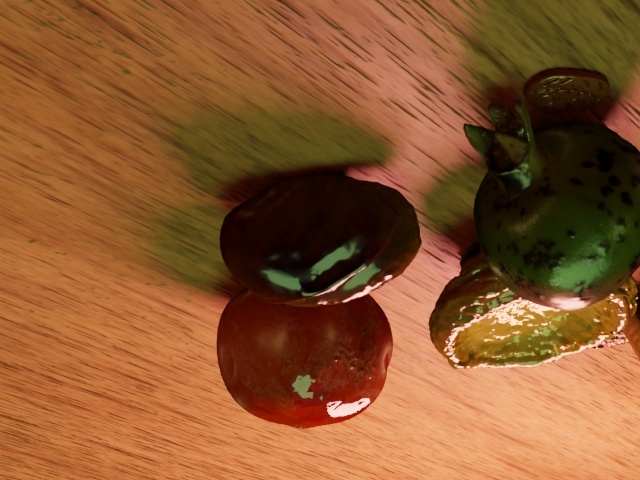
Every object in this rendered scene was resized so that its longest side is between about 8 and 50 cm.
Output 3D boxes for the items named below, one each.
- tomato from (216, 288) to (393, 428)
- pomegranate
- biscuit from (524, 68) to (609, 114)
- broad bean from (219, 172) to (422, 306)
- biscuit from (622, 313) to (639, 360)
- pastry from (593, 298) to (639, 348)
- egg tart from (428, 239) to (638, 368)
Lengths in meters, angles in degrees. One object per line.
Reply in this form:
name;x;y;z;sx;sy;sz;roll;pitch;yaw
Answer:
tomato;-0.026;0.149;1.872;0.232;0.189;0.232;-2;152;-1
pomegranate;0.248;-0.042;1.540;0.211;0.211;0.263;-26;131;35
biscuit;0.257;-0.153;1.512;0.091;0.015;0.078;3;152;-15
broad bean;-0.001;-0.003;1.652;0.228;0.156;0.122;-11;-164;-3
biscuit;0.471;0.189;1.943;0.030;0.160;0.250;-34;126;10
pastry;0.423;0.120;2.031;0.169;0.063;0.087;-11;147;11
egg tart;0.264;0.066;1.838;0.294;0.123;0.294;-8;154;-4
